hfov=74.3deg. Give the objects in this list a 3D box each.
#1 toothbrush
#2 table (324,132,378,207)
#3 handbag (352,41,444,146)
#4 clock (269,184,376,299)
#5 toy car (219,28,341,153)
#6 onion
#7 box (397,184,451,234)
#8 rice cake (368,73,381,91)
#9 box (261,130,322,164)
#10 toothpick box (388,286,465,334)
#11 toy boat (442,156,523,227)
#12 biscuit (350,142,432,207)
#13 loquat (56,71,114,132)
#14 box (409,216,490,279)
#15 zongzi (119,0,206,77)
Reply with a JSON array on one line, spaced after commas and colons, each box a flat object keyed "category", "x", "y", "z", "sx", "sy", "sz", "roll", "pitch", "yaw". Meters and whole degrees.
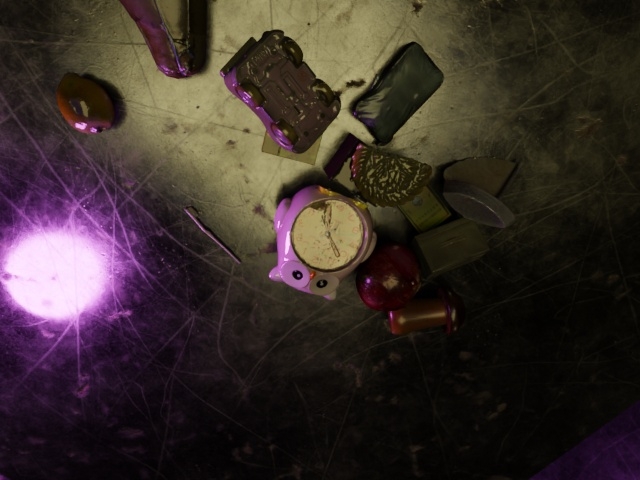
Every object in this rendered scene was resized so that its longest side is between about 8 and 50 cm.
[{"category": "toothbrush", "x": -0.399, "y": -0.012, "z": 1.581, "sx": 0.028, "sy": 0.026, "sz": 0.294, "roll": -40, "pitch": 109, "yaw": -7}, {"category": "table", "x": 0.144, "y": -0.240, "z": 1.473, "sx": 0.193, "sy": 0.169, "sz": 0.172, "roll": 32, "pitch": 104, "yaw": -17}, {"category": "handbag", "x": 0.262, "y": -0.491, "z": 1.436, "sx": 0.192, "sy": 0.075, "sz": 0.332, "roll": 37, "pitch": 99, "yaw": -29}, {"category": "clock", "x": 0.000, "y": 0.000, "z": 1.506, "sx": 0.369, "sy": 0.250, "sz": 0.376, "roll": 21, "pitch": 100, "yaw": -10}, {"category": "toy car", "x": -0.133, "y": -0.470, "z": 1.357, "sx": 0.242, "sy": 0.226, "sz": 0.336, "roll": -51, "pitch": 124, "yaw": -6}, {"category": "onion", "x": 0.248, "y": 0.131, "z": 1.568, "sx": 0.277, "sy": 0.276, "sz": 0.275, "roll": -2, "pitch": 110, "yaw": -5}, {"category": "box", "x": 0.370, "y": -0.139, "z": 1.589, "sx": 0.141, "sy": 0.064, "sz": 0.220, "roll": -38, "pitch": 108, "yaw": 10}, {"category": "rice cake", "x": 0.177, "y": -0.511, "z": 1.454, "sx": 0.022, "sy": 0.021, "sz": 0.121, "roll": 18, "pitch": 107, "yaw": -22}, {"category": "box", "x": -0.100, "y": -0.348, "z": 1.484, "sx": 0.193, "sy": 0.030, "sz": 0.121, "roll": 12, "pitch": 108, "yaw": -11}, {"category": "toothpick box", "x": 0.423, "y": 0.291, "z": 1.692, "sx": 0.295, "sy": 0.192, "sz": 0.191, "roll": -8, "pitch": 111, "yaw": 3}, {"category": "toy boat", "x": 0.573, "y": -0.193, "z": 1.528, "sx": 0.277, "sy": 0.293, "sz": 0.111, "roll": 17, "pitch": 149, "yaw": 4}, {"category": "biscuit", "x": 0.224, "y": -0.198, "z": 1.388, "sx": 0.274, "sy": 0.036, "sz": 0.187, "roll": 11, "pitch": 108, "yaw": -11}, {"category": "loquat", "x": -0.743, "y": -0.432, "z": 1.334, "sx": 0.152, "sy": 0.152, "sz": 0.195, "roll": -24, "pitch": 103, "yaw": 4}, {"category": "box", "x": 0.476, "y": 0.027, "z": 1.575, "sx": 0.232, "sy": 0.155, "sz": 0.148, "roll": -21, "pitch": 74, "yaw": -3}, {"category": "zongzi", "x": -0.532, "y": -0.674, "z": 1.247, "sx": 0.394, "sy": 0.174, "sz": 0.355, "roll": 3, "pitch": 114, "yaw": -6}]
